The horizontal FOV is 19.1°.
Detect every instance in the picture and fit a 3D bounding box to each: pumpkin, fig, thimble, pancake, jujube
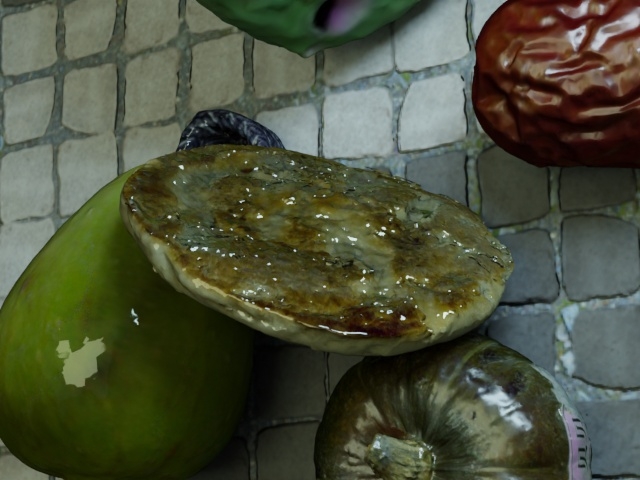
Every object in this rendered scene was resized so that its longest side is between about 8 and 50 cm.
[{"bbox_3d":[0.102,0.199,1.663,0.260,0.189,0.260,-9,73,30],"label":"pumpkin"},{"bbox_3d":[-0.183,0.081,1.823,0.258,0.258,0.326,13,83,32],"label":"fig"},{"bbox_3d":[-0.090,-0.080,1.913,0.104,0.066,0.095,36,96,31],"label":"thimble"},{"bbox_3d":[0.000,-0.002,1.702,0.356,0.356,0.065,30,125,32],"label":"pancake"},{"bbox_3d":[0.255,-0.146,1.669,0.250,0.174,0.174,-5,76,19],"label":"jujube"}]

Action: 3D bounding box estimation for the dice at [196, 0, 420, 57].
[{"bbox_3d":[-0.020,-0.393,1.793,0.322,0.318,0.330,-42,61,17],"label":"dice"}]
